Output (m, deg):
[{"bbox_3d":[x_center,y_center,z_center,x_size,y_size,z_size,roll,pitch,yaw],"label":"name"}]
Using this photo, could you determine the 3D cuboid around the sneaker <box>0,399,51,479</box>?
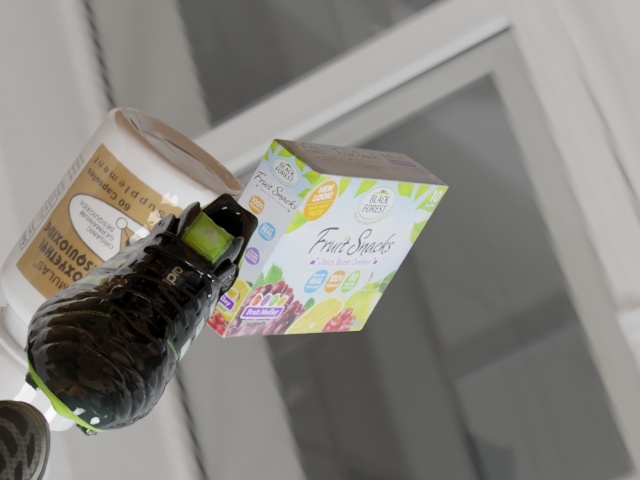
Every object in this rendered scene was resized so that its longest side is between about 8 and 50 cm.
[{"bbox_3d":[-0.193,0.130,0.835,0.063,0.170,0.075,37,150,21],"label":"sneaker"}]

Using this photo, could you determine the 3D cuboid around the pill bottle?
[{"bbox_3d":[-0.167,0.025,1.337,0.131,0.229,0.131,35,-169,-8],"label":"pill bottle"}]

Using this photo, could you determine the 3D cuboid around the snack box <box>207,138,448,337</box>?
[{"bbox_3d":[0.000,0.000,0.929,0.037,0.100,0.141,37,-162,25],"label":"snack box"}]

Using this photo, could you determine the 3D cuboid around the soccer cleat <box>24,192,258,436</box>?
[{"bbox_3d":[-0.070,0.023,0.726,0.060,0.072,0.179,41,-161,-3],"label":"soccer cleat"}]
